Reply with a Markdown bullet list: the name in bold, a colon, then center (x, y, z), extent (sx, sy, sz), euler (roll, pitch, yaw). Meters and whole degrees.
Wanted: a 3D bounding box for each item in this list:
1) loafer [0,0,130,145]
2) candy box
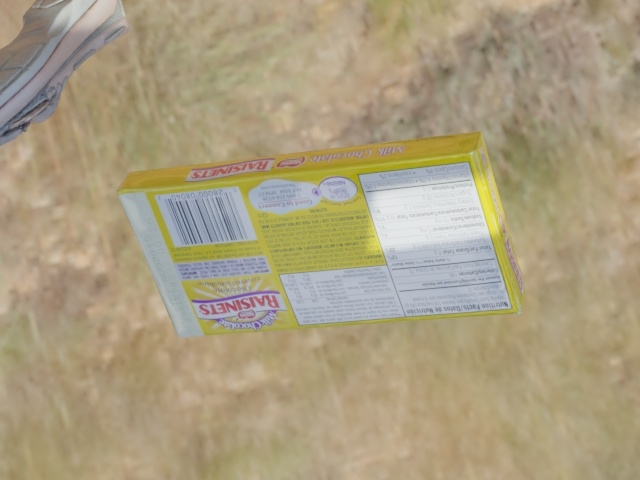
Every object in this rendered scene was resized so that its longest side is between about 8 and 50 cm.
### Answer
- **loafer**: center (-0.122, -0.072, 0.743), extent (0.045, 0.125, 0.039), euler (-4, 131, 41)
- **candy box**: center (0.000, 0.000, 0.918), extent (0.205, 0.027, 0.105), euler (-5, 126, 22)
